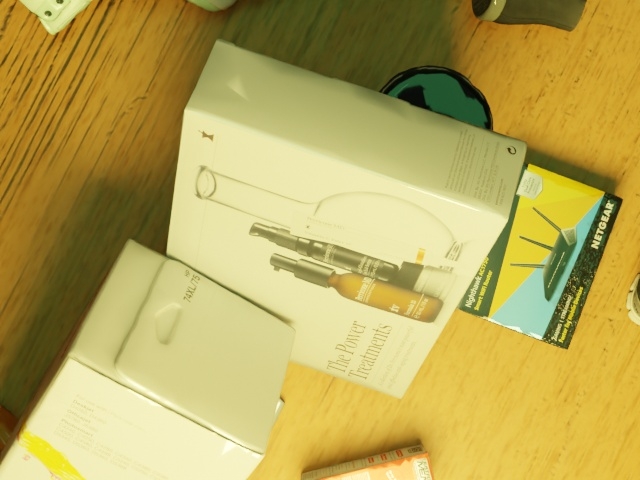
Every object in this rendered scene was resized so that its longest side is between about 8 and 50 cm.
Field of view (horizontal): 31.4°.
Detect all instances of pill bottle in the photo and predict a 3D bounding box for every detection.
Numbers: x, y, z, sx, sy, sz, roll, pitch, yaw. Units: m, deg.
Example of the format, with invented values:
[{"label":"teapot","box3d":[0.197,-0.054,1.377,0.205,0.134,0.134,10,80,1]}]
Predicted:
[{"label":"pill bottle","box3d":[0.103,-0.103,1.176,0.123,0.219,0.122,0,89,-1]}]

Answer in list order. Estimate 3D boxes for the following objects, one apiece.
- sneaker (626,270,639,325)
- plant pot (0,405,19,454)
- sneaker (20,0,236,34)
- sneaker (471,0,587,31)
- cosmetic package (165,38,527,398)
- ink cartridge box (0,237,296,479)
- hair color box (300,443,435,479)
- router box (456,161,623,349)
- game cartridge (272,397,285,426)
[{"label":"sneaker","box3d":[0.389,0.015,1.248,0.063,0.075,0.170,22,88,0]},{"label":"plant pot","box3d":[-0.413,0.267,1.177,0.205,0.188,0.205,0,89,0]},{"label":"sneaker","box3d":[-0.230,-0.283,1.255,0.256,0.094,0.151,25,114,-15]},{"label":"sneaker","box3d":[0.235,-0.339,1.266,0.118,0.083,0.222,8,81,-19]},{"label":"cosmetic package","box3d":[0.000,0.000,1.102,0.285,0.377,0.097,20,57,1]},{"label":"ink cartridge box","box3d":[-0.183,0.182,1.110,0.197,0.198,0.270,30,122,-10]},{"label":"hair color box","box3d":[0.051,0.262,1.240,0.141,0.072,0.043,-14,88,0]},{"label":"router box","box3d":[0.240,0.015,1.261,0.133,0.046,0.178,20,89,0]},{"label":"game cartridge","box3d":[-0.085,0.180,1.270,0.083,0.017,0.056,27,85,0]}]
